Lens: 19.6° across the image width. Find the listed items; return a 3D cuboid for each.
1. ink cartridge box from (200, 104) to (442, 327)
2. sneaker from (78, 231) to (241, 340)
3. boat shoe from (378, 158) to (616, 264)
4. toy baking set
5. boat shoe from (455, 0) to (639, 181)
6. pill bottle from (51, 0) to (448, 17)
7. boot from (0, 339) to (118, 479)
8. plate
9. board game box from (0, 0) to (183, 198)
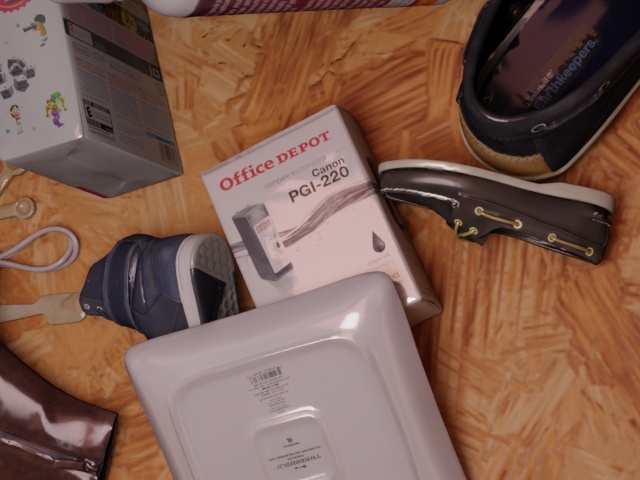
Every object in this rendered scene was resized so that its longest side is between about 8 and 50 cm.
[{"bbox_3d":[0.000,0.000,1.810,0.159,0.092,0.217,-27,73,11],"label":"ink cartridge box"},{"bbox_3d":[-0.154,0.100,1.847,0.163,0.086,0.226,1,102,36],"label":"sneaker"},{"bbox_3d":[0.163,-0.028,1.752,0.228,0.081,0.068,10,83,2],"label":"boat shoe"},{"bbox_3d":[-0.361,0.009,1.946,0.197,0.030,0.256,-35,73,8],"label":"toy baking set"},{"bbox_3d":[0.293,-0.281,1.738,0.187,0.156,0.500,35,91,20],"label":"boat shoe"},{"bbox_3d":[-0.062,-0.322,1.721,0.392,0.224,0.224,-5,77,-20],"label":"pill bottle"},{"bbox_3d":[-0.299,0.149,1.873,0.207,0.090,0.248,12,98,10],"label":"boot"},{"bbox_3d":[-0.021,0.195,1.751,0.277,0.045,0.278,-17,101,14],"label":"plate"},{"bbox_3d":[-0.252,-0.212,1.851,0.098,0.224,0.303,-16,77,17],"label":"board game box"}]
